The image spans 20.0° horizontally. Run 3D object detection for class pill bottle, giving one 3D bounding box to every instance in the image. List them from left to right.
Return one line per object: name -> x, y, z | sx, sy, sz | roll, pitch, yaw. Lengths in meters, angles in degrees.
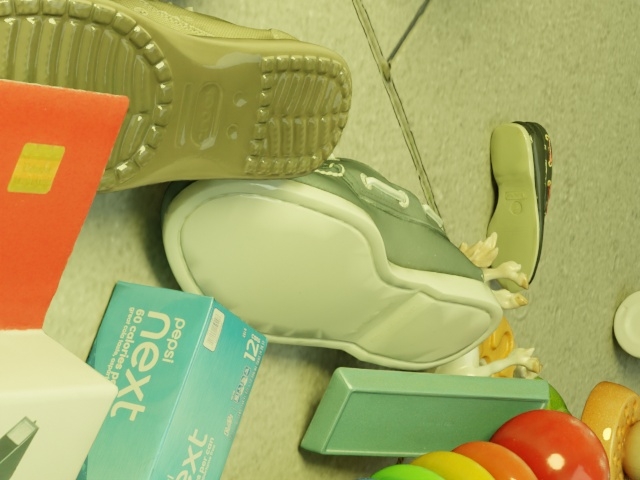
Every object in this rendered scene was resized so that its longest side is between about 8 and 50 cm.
pill bottle -> 0.321, 0.085, 1.681 | 0.116, 0.065, 0.065 | 21, 80, -59

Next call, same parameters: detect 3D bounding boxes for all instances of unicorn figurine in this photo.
unicorn figurine -> 0.101, 0.082, 1.311 | 0.060, 0.111, 0.161 | 41, 41, -75

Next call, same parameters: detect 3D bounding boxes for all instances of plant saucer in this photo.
plant saucer -> 0.078, 0.123, 1.250 | 0.192, 0.018, 0.067 | 6, 118, -37

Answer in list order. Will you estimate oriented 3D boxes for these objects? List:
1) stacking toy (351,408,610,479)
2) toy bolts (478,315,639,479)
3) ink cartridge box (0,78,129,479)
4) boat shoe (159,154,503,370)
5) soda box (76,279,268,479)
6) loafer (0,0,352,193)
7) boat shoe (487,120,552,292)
stacking toy -> 0.072, 0.194, 1.169 | 0.330, 0.141, 0.141 | -20, 115, -39
toy bolts -> 0.178, 0.181, 1.374 | 0.218, 0.159, 0.228 | 57, 47, -47
ink cartridge box -> -0.197, 0.057, 0.761 | 0.296, 0.066, 0.261 | 2, 118, -58
boat shoe -> 0.000, 0.000, 1.143 | 0.319, 0.116, 0.099 | 24, 35, -51
soda box -> -0.105, 0.133, 1.000 | 0.067, 0.071, 0.210 | 42, 63, -53
loafer -> -0.106, -0.079, 0.930 | 0.269, 0.092, 0.101 | 6, 103, -43
boat shoe -> 0.157, -0.026, 1.402 | 0.042, 0.049, 0.133 | -10, 102, -49
